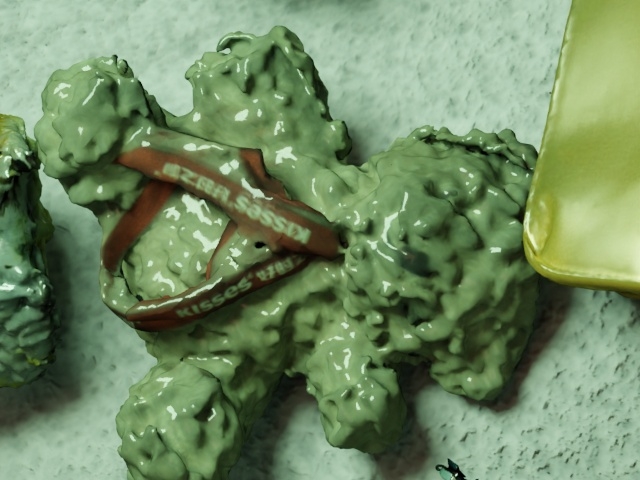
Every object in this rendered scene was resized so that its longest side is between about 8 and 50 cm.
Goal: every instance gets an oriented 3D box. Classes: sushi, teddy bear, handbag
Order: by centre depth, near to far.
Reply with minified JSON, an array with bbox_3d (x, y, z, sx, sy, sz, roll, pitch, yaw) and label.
[{"bbox_3d":[0.316,-0.140,1.262,0.283,0.133,0.401,3,74,51],"label":"handbag"},{"bbox_3d":[0.000,0.000,1.360,0.367,0.224,0.357,-15,85,16],"label":"teddy bear"},{"bbox_3d":[-0.286,0.006,1.448,0.139,0.274,0.184,-9,51,-6],"label":"sushi"}]

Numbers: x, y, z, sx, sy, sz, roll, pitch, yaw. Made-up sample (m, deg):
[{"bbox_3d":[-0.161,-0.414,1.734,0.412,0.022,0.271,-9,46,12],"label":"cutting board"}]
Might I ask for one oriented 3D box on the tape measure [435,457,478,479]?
[{"bbox_3d":[0.098,0.224,1.273,0.104,0.180,0.107,36,90,11],"label":"tape measure"}]
